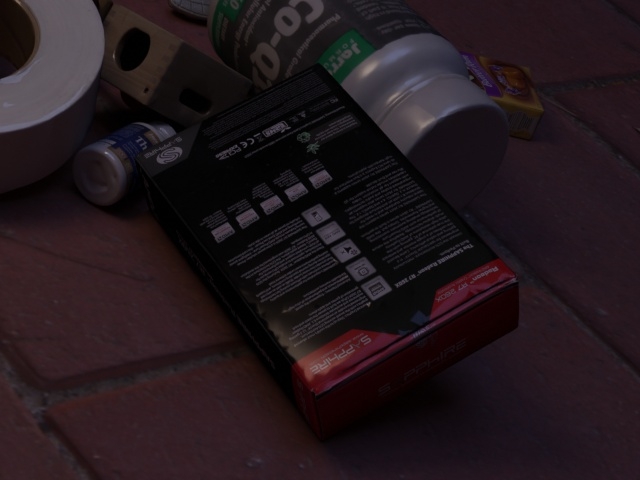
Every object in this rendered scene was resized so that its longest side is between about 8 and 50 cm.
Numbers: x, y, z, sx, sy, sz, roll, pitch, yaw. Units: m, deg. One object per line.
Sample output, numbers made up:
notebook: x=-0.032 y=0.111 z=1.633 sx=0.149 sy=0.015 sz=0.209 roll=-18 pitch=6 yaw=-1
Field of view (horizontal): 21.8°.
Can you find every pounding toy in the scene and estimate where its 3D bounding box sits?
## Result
pounding toy: x=-0.214 y=-0.204 z=1.850 sx=0.206 sy=0.094 sz=0.181 roll=32 pitch=3 yaw=40

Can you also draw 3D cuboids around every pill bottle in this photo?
pill bottle: x=-0.202 y=-0.086 z=1.765 sx=0.067 sy=0.067 sz=0.120 roll=32 pitch=35 yaw=16
pill bottle: x=0.043 y=-0.190 z=1.928 sx=0.204 sy=0.204 sz=0.361 roll=-10 pitch=44 yaw=-39

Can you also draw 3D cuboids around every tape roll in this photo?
tape roll: x=-0.367 y=-0.183 z=1.711 sx=0.286 sy=0.100 sz=0.286 roll=8 pitch=52 yaw=-10

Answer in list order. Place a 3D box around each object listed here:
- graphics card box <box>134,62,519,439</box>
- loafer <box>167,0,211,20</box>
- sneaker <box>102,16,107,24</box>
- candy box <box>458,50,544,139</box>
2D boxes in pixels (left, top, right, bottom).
graphics card box: x=0.000 y=0.000 z=1.652 sx=0.233 sy=0.094 sz=0.371 roll=-29 pitch=53 yaw=-15
loafer: x=-0.139 y=-0.298 z=2.143 sx=0.125 sy=0.039 sz=0.045 roll=2 pitch=70 yaw=-22
sneaker: x=-0.273 y=-0.244 z=1.961 sx=0.076 sy=0.065 sz=0.166 roll=9 pitch=36 yaw=-25
candy box: x=0.188 y=-0.198 z=2.162 sx=0.186 sy=0.053 sz=0.109 roll=10 pitch=35 yaw=-14
